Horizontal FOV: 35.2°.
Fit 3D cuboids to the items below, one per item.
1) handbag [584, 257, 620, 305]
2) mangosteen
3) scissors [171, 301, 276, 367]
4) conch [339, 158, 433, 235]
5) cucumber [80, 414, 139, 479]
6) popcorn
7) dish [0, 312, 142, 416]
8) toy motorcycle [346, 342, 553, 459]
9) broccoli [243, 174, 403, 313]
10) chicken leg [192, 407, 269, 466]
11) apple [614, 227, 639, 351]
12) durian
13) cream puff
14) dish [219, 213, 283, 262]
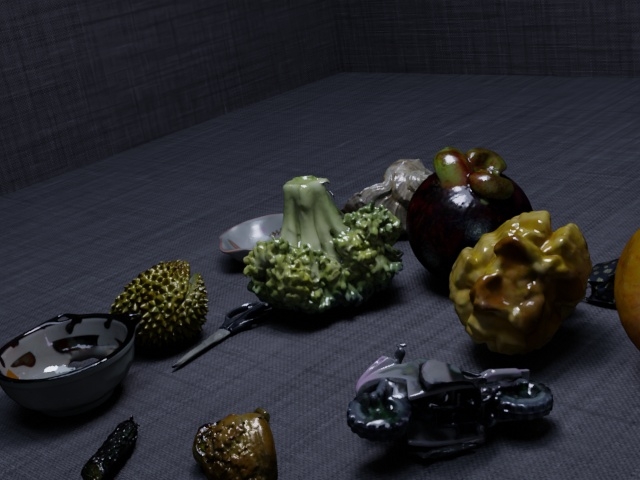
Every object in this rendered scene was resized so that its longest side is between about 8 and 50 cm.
[{"bbox_3d":[0.543,0.084,1.985,0.139,0.072,0.115,-9,17,42],"label":"handbag"},{"bbox_3d":[0.315,-0.049,2.122,0.288,0.288,0.288,-9,20,3],"label":"mangosteen"},{"bbox_3d":[-0.204,0.194,2.084,0.109,0.022,0.300,1,23,37],"label":"scissors"},{"bbox_3d":[0.177,-0.081,2.473,0.210,0.159,0.291,-36,-7,-35],"label":"conch"},{"bbox_3d":[-0.345,0.352,1.679,0.053,0.053,0.181,-4,18,16],"label":"cucumber"},{"bbox_3d":[0.372,0.068,1.822,0.225,0.265,0.332,39,25,27],"label":"popcorn"},{"bbox_3d":[-0.474,0.246,1.919,0.303,0.120,0.303,-9,20,3],"label":"dish"},{"bbox_3d":[0.193,0.242,1.594,0.326,0.143,0.188,-6,19,-10],"label":"toy motorcycle"},{"bbox_3d":[-0.011,0.001,2.136,0.347,0.281,0.293,-15,21,-17],"label":"broccoli"},{"bbox_3d":[-0.140,0.317,1.662,0.093,0.070,0.178,-27,-5,33],"label":"chicken leg"},{"bbox_3d":[0.631,0.080,1.638,0.299,0.299,0.275,5,-3,35],"label":"apple"},{"bbox_3d":[-0.330,0.163,2.071,0.138,0.237,0.193,51,28,21],"label":"durian"},{"bbox_3d":[-0.122,0.330,1.511,0.103,0.144,0.126,-5,-17,-22],"label":"cream puff"},{"bbox_3d":[-0.135,0.011,2.470,0.229,0.081,0.229,-12,21,5],"label":"dish"}]
